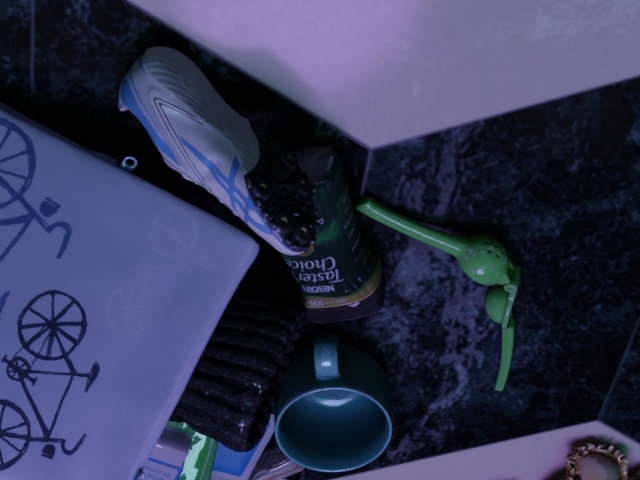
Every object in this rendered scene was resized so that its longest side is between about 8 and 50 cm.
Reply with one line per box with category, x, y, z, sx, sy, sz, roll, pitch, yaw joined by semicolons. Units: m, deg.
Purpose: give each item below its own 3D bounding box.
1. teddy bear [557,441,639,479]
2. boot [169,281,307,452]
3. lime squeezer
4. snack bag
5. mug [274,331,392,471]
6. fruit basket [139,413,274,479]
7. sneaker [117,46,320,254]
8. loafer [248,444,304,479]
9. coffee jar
teddy bear;0.299;0.387;1.473;0.245;0.113;0.338;9;119;-15
boot;-0.186;0.162;1.135;0.260;0.348;0.131;25;164;3
lime squeezer;0.164;0.056;1.242;0.110;0.059;0.310;-27;123;18
snack bag;-0.262;0.057;1.071;0.342;0.323;0.037;26;165;0
mug;0.020;0.168;1.298;0.129;0.097;0.158;23;123;-16
fruit basket;-0.262;0.293;1.321;0.327;0.165;0.353;23;104;-16
sneaker;-0.093;-0.075;1.086;0.237;0.085;0.086;48;132;6
loafer;-0.079;0.284;1.420;0.125;0.045;0.039;-21;131;12
coffee jar;0.000;0.000;1.181;0.096;0.079;0.184;-9;127;21
